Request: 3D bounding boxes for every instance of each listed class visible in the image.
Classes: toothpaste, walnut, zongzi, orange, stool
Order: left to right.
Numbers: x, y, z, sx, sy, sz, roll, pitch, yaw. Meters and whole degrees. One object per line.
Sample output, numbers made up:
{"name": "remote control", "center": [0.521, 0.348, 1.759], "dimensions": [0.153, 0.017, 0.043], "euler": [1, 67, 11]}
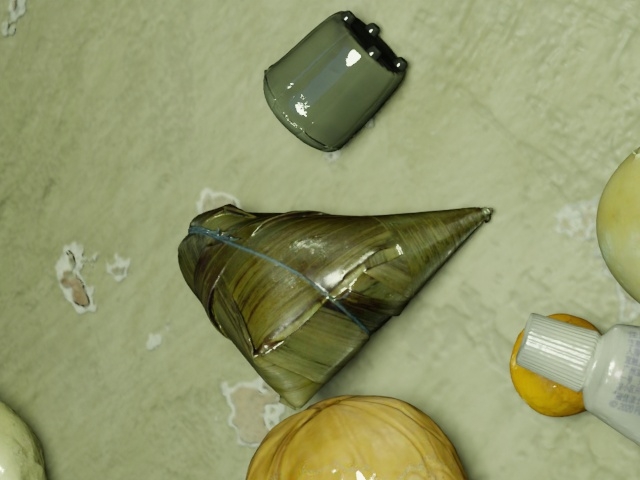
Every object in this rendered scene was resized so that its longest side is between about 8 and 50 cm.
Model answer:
{"name": "zongzi", "center": [0.000, 0.000, 1.186], "dimensions": [0.242, 0.112, 0.221], "euler": [-42, 45, -4]}
{"name": "stool", "center": [0.012, -0.138, 1.157], "dimensions": [0.110, 0.096, 0.096], "euler": [-42, 73, 21]}
{"name": "walnut", "center": [0.034, 0.240, 1.124], "dimensions": [0.195, 0.195, 0.221], "euler": [-4, 94, 31]}
{"name": "orange", "center": [0.192, 0.101, 1.077], "dimensions": [0.070, 0.083, 0.083], "euler": [-13, 87, 64]}
{"name": "toothpaste", "center": [0.283, 0.119, 1.000], "dimensions": [0.282, 0.068, 0.099], "euler": [20, 130, 6]}

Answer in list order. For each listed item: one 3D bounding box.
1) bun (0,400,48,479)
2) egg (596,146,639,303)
{"name": "bun", "center": [-0.357, 0.249, 1.402], "dimensions": [0.210, 0.116, 0.237], "euler": [15, 117, 26]}
{"name": "egg", "center": [0.298, -0.007, 0.956], "dimensions": [0.201, 0.164, 0.164], "euler": [1, 95, 25]}
